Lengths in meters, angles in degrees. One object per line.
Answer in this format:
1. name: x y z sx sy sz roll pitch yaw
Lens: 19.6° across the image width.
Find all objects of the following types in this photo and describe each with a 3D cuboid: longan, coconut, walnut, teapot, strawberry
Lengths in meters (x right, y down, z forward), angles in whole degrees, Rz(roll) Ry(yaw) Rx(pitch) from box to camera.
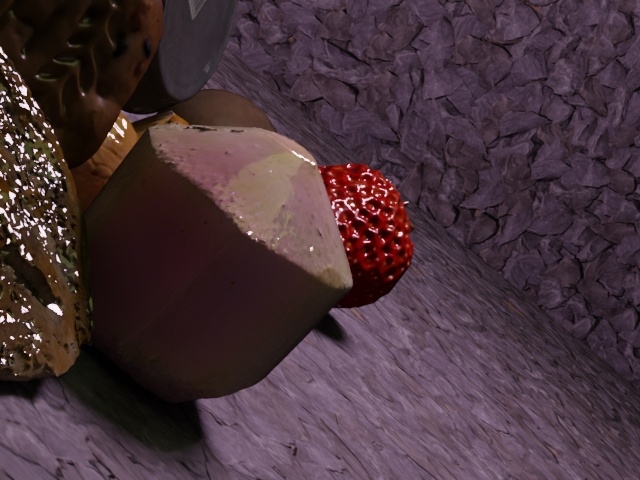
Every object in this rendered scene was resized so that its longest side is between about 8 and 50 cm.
1. longan: -0.134 -0.103 2.278 0.189 0.189 0.189 41 9 -8
2. coconut: -0.096 0.008 1.676 0.233 0.245 0.233 41 7 -6
3. walnut: -0.263 -0.088 1.772 0.180 0.144 0.144 27 16 -36
4. teapot: -0.284 -0.294 1.972 0.344 0.253 0.300 15 -16 17
5. strawberry: 0.000 0.000 2.375 0.205 0.205 0.244 45 30 18

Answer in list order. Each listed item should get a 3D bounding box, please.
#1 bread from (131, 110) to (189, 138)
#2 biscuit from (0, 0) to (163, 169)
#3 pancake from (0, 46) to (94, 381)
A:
1. bread: -0.153 -0.025 1.913 0.288 0.119 0.153 -122 -158 -64
2. biscuit: -0.286 -0.203 1.598 0.359 0.359 0.046 35 -10 -40
3. pancake: -0.283 -0.041 1.441 0.356 0.065 0.356 47 24 -29
